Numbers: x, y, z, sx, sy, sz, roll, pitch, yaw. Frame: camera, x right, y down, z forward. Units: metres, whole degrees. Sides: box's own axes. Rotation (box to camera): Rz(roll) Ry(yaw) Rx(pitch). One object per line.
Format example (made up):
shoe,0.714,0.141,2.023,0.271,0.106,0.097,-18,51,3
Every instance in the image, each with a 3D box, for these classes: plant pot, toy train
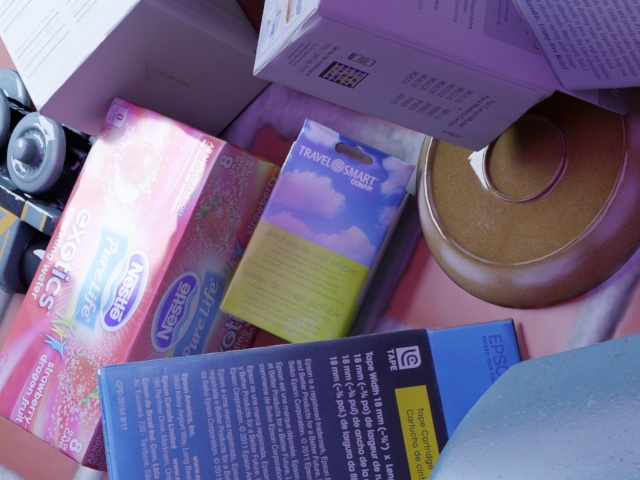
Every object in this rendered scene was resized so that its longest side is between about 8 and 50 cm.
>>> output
plant pot,0.215,0.205,1.194,0.247,0.247,0.252,-17,47,32
plant pot,0.170,-0.063,1.443,0.236,0.032,0.236,-12,68,34
toy train,-0.310,-0.057,1.743,0.334,0.142,0.190,28,104,38

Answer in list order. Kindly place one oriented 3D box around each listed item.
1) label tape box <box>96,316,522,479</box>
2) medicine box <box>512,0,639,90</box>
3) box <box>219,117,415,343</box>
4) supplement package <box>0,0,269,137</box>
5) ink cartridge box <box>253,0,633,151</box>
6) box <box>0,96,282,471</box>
label tape box,0.004,0.205,1.400,0.333,0.106,0.241,-6,65,-7
medicine box,0.309,-0.256,1.271,0.289,0.149,0.263,-1,50,38
box,0.000,0.000,1.512,0.109,0.042,0.178,24,89,9
supplement package,-0.183,-0.204,1.649,0.149,0.194,0.203,-44,53,18
ink cartridge box,0.113,-0.245,1.427,0.130,0.271,0.309,-38,39,59
box,-0.149,0.048,1.572,0.154,0.142,0.300,25,90,39
